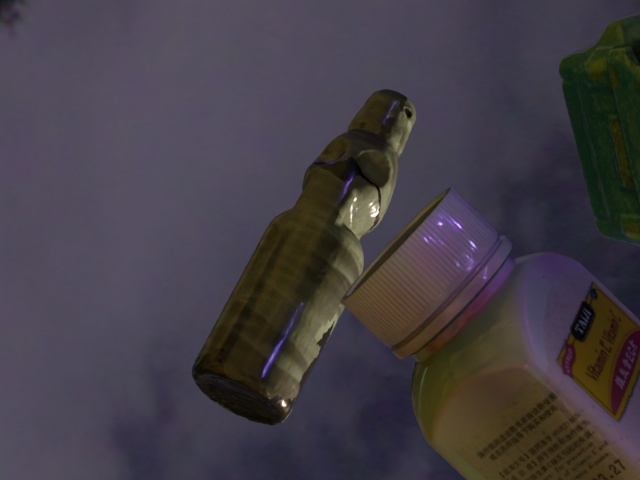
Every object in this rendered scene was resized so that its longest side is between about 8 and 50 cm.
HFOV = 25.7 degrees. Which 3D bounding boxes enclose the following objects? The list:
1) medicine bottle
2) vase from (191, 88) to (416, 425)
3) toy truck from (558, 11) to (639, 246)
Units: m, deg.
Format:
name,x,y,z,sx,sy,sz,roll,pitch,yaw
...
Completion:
name,x,y,z,sx,sy,sz,roll,pitch,yaw
medicine bottle,0.066,0.041,0.445,0.118,0.074,0.055,44,-56,0
vase,0.000,0.000,0.783,0.060,0.060,0.211,-4,-131,48
toy truck,0.284,-0.095,0.830,0.156,0.279,0.155,6,-64,60
